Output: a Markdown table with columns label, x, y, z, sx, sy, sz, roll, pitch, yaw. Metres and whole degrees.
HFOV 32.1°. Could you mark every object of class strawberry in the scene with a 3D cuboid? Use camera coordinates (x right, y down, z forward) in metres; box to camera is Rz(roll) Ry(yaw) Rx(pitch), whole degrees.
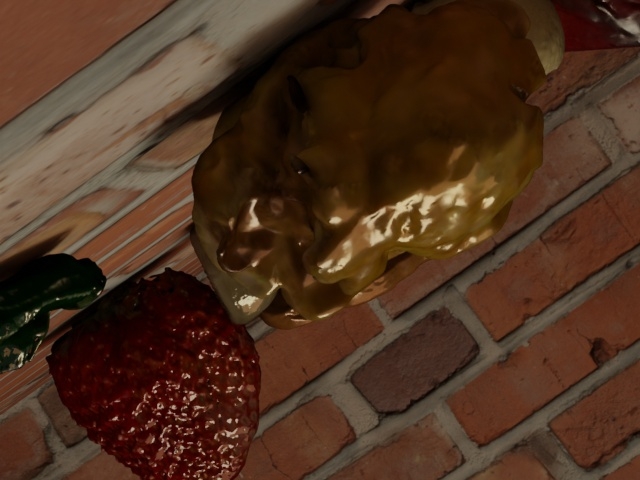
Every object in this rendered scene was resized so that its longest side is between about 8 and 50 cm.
| label | x | y | z | sx | sy | sz | roll | pitch | yaw |
| --- | --- | --- | --- | --- | --- | --- | --- | --- | --- |
| strawberry | -0.236 | 0.231 | 1.704 | 0.312 | 0.351 | 0.267 | -29 | 174 | 24 |

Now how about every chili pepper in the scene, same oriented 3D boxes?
| label | x | y | z | sx | sy | sz | roll | pitch | yaw |
| --- | --- | --- | --- | --- | --- | --- | --- | --- | --- |
| chili pepper | -0.237 | 0.058 | 0.807 | 0.108 | 0.062 | 0.216 | -42 | 177 | 22 |

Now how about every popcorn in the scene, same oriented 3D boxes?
| label | x | y | z | sx | sy | sz | roll | pitch | yaw |
| --- | --- | --- | --- | --- | --- | --- | --- | --- | --- |
| popcorn | 0.028 | -0.065 | 0.754 | 0.253 | 0.190 | 0.191 | -25 | 148 | -10 |

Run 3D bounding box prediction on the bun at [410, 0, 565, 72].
| label | x | y | z | sx | sy | sz | roll | pitch | yaw |
| --- | --- | --- | --- | --- | --- | --- | --- | --- | --- |
| bun | 0.122 | -0.171 | 0.956 | 0.164 | 0.111 | 0.188 | -18 | -177 | 0 |

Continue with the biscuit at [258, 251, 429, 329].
| label | x | y | z | sx | sy | sz | roll | pitch | yaw |
| --- | --- | --- | --- | --- | --- | --- | --- | --- | --- |
| biscuit | 0.000 | 0.000 | 1.720 | 0.351 | 0.057 | 0.312 | -18 | -142 | -8 |

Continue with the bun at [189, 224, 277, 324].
| label | x | y | z | sx | sy | sz | roll | pitch | yaw |
| --- | --- | --- | --- | --- | --- | --- | --- | --- | --- |
| bun | -0.107 | 0.027 | 1.553 | 0.113 | 0.167 | 0.173 | -25 | -152 | -4 |

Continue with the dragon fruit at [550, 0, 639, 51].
| label | x | y | z | sx | sy | sz | roll | pitch | yaw |
| --- | --- | --- | --- | --- | --- | --- | --- | --- | --- |
| dragon fruit | 0.354 | -0.261 | 1.000 | 0.343 | 0.100 | 0.282 | -7 | 140 | -1 |
